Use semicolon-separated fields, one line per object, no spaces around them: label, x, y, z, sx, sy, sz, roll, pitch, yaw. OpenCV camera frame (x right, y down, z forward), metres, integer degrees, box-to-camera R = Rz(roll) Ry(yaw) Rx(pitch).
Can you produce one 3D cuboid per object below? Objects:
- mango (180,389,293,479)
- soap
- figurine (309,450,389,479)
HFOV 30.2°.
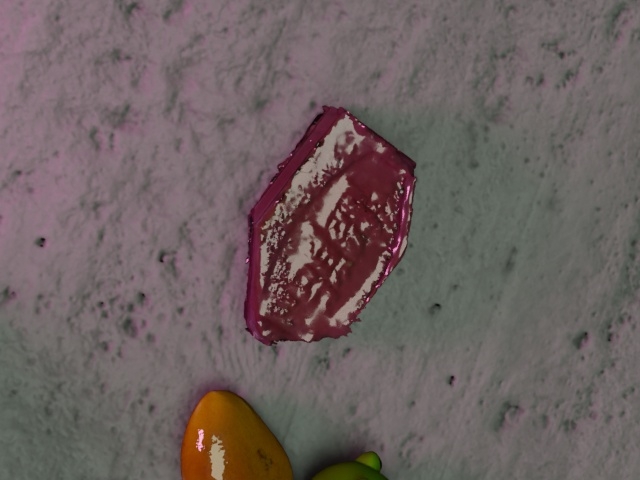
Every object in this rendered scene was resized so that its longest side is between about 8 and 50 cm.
mango;-0.104;0.286;1.475;0.141;0.102;0.217;-18;106;-16
soap;0.000;0.000;1.447;0.182;0.112;0.289;36;91;-14
figurine;0.017;0.397;1.499;0.143;0.162;0.263;25;107;8
